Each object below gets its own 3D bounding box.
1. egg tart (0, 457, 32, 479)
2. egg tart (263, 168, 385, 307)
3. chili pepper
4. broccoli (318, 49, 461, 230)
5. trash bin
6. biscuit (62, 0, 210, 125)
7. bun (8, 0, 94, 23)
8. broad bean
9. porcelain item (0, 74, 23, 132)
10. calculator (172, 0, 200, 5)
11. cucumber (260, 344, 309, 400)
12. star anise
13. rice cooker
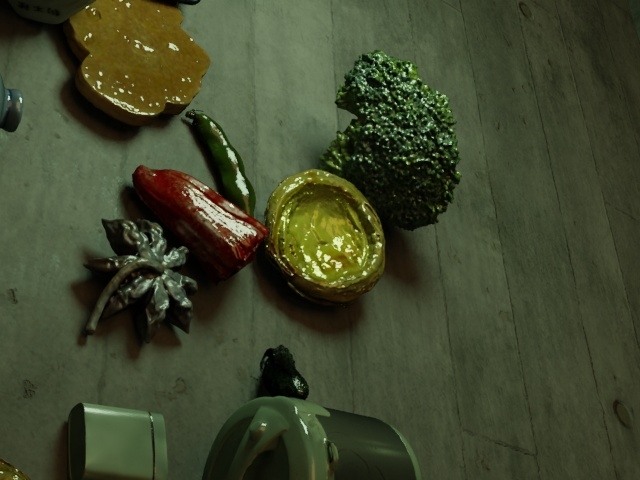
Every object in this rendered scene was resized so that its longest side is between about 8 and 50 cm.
[{"bbox_3d":[-0.415,0.346,1.268,0.191,0.074,0.191,29,44,-31],"label":"egg tart"},{"bbox_3d":[0.000,0.000,1.917,0.279,0.095,0.278,14,62,-28],"label":"egg tart"},{"bbox_3d":[-0.209,-0.049,1.747,0.253,0.136,0.144,43,66,-1],"label":"chili pepper"},{"bbox_3d":[0.116,-0.193,2.073,0.249,0.302,0.375,-28,109,-30],"label":"broccoli"},{"bbox_3d":[-0.287,0.294,1.444,0.130,0.059,0.116,17,49,-36],"label":"trash bin"},{"bbox_3d":[-0.340,-0.346,1.872,0.269,0.051,0.375,35,40,-17],"label":"biscuit"},{"bbox_3d":[-0.466,-0.459,1.738,0.263,0.175,0.263,11,15,-3],"label":"bun"},{"bbox_3d":[-0.173,-0.137,1.891,0.065,0.046,0.254,-14,71,-42],"label":"broad bean"},{"bbox_3d":[-0.568,-0.214,1.486,0.259,0.141,0.141,8,56,-33],"label":"porcelain item"},{"bbox_3d":[-0.346,-0.534,1.982,0.268,0.040,0.177,12,37,-37],"label":"calculator"},{"bbox_3d":[-0.060,0.223,1.634,0.067,0.067,0.245,47,-1,-8],"label":"cucumber"},{"bbox_3d":[-0.280,0.062,1.609,0.230,0.081,0.262,59,35,-10],"label":"star anise"},{"bbox_3d":[-0.023,0.377,1.487,0.277,0.288,0.288,17,51,-36],"label":"rice cooker"}]
